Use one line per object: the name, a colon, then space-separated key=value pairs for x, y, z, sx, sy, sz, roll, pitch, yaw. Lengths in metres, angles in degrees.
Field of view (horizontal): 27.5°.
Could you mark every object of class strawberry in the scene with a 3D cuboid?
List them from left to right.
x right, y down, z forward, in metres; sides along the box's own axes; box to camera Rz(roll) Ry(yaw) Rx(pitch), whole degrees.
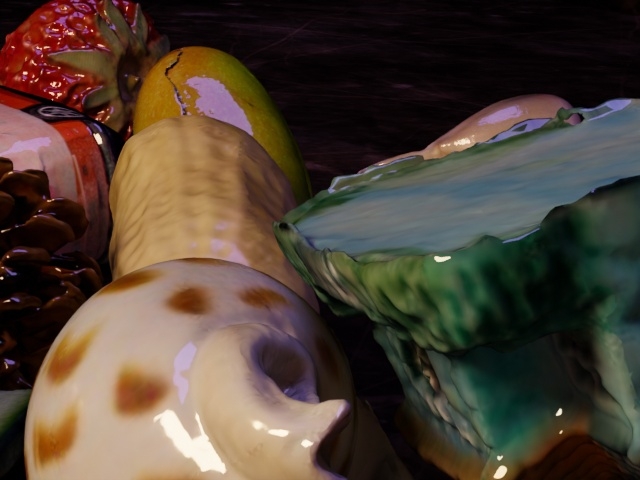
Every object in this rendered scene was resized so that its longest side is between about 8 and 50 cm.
strawberry: x=-0.263 y=-0.139 z=1.331 sx=0.244 sy=0.205 sz=0.205 roll=-12 pitch=4 yaw=39

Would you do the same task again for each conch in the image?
conch: x=-0.045 y=0.097 z=0.574 sx=0.148 sy=0.183 sz=0.275 roll=-37 pitch=6 yaw=0

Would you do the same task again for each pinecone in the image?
pinecone: x=-0.196 y=0.037 z=0.744 sx=0.173 sy=0.174 sz=0.173 roll=3 pitch=16 yaw=-1

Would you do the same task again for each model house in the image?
model house: x=0.126 y=0.069 z=0.611 sx=0.226 sy=0.241 sz=0.261 roll=-20 pitch=11 yaw=-10

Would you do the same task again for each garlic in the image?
garlic: x=0.177 y=-0.095 z=1.381 sx=0.266 sy=0.148 sz=0.128 roll=-1 pitch=53 yaw=-31

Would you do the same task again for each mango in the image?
mango: x=-0.078 y=-0.058 z=1.032 sx=0.125 sy=0.111 sz=0.233 roll=-16 pitch=63 yaw=-9

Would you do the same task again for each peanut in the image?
peanut: x=-0.065 y=0.023 z=0.828 sx=0.147 sy=0.148 sz=0.319 roll=0 pitch=27 yaw=-13

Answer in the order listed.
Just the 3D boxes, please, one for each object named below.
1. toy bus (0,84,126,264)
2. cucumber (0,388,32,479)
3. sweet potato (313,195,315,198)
toy bus: x=-0.290 y=-0.058 z=1.086 sx=0.147 sy=0.128 sz=0.302 roll=-17 pitch=27 yaw=-38
cucumber: x=-0.198 y=0.115 z=0.623 sx=0.116 sy=0.062 sz=0.115 roll=-2 pitch=14 yaw=8
sweet potato: x=0.005 y=-0.005 z=1.092 sx=0.255 sy=0.058 sz=0.078 roll=9 pitch=33 yaw=8
